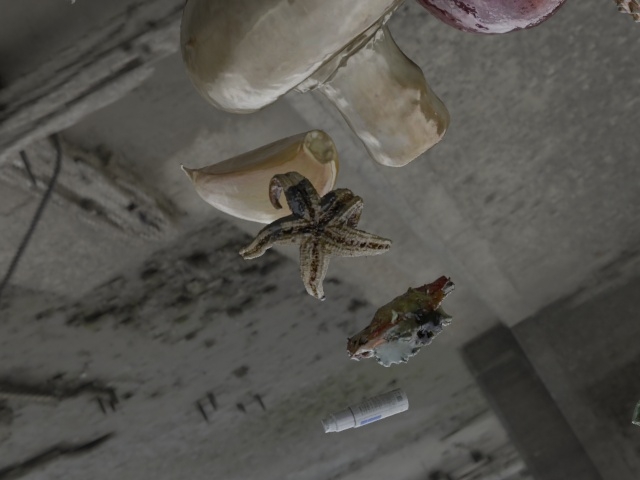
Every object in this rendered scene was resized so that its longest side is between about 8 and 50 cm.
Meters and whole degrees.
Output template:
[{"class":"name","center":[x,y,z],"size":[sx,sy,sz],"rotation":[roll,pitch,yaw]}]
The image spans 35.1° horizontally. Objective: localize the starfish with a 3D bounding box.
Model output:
[{"class":"starfish","center":[0.001,0.000,1.281],"size":[0.190,0.146,0.074],"rotation":[17,179,-14]}]

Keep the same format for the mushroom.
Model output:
[{"class":"mushroom","center":[-0.006,-0.150,0.749],"size":[0.207,0.209,0.206],"rotation":[-8,-165,2]}]

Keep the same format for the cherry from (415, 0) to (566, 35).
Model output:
[{"class":"cherry","center":[0.198,-0.322,1.156],"size":[0.192,0.250,0.175],"rotation":[22,100,-38]}]

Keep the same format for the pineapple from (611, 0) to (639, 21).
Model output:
[{"class":"pineapple","center":[0.492,-0.524,1.720],"size":[0.175,0.361,0.175],"rotation":[-51,-179,2]}]

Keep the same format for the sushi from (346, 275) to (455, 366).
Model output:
[{"class":"sushi","center":[0.148,0.141,1.727],"size":[0.226,0.103,0.097],"rotation":[-39,172,-13]}]

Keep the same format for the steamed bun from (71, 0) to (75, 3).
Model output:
[{"class":"steamed bun","center":[-0.365,-0.531,1.551],"size":[0.320,0.206,0.275],"rotation":[-44,153,-33]}]

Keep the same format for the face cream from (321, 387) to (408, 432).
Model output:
[{"class":"face cream","center":[0.062,0.247,1.455],"size":[0.130,0.034,0.034],"rotation":[-15,158,-20]}]

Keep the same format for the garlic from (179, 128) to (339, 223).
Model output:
[{"class":"garlic","center":[-0.083,-0.106,1.604],"size":[0.245,0.145,0.164],"rotation":[-11,154,15]}]

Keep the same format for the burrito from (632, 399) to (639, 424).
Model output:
[{"class":"burrito","center":[0.542,0.253,1.609],"size":[0.118,0.044,0.074],"rotation":[-47,148,14]}]
